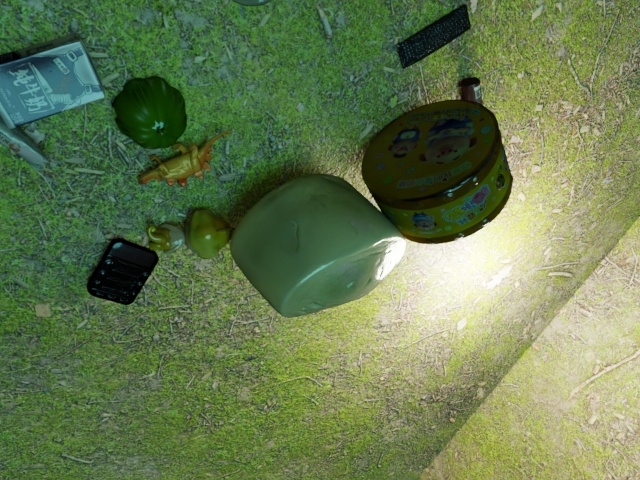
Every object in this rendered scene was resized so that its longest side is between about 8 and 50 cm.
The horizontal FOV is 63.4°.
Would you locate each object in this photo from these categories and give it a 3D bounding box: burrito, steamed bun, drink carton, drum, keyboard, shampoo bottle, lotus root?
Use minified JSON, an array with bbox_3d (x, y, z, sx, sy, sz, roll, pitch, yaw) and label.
[{"bbox_3d":[-0.719,-0.242,1.193,0.064,0.064,0.203,-41,129,2],"label":"burrito"},{"bbox_3d":[0.000,0.000,1.505,0.456,0.371,0.289,-25,143,-30],"label":"steamed bun"},{"bbox_3d":[-0.613,-0.357,1.150,0.222,0.102,0.134,-24,127,-14],"label":"drink carton"},{"bbox_3d":[0.348,-0.210,1.565,0.431,0.431,0.214,-38,131,-1],"label":"drum"},{"bbox_3d":[0.342,-0.607,1.549,0.251,0.017,0.087,-33,129,-6],"label":"keyboard"},{"bbox_3d":[0.512,-0.427,1.733,0.068,0.067,0.236,-21,130,-2],"label":"shampoo bottle"},{"bbox_3d":[-0.403,-0.289,1.262,0.186,0.186,0.186,-14,127,-20],"label":"lotus root"}]

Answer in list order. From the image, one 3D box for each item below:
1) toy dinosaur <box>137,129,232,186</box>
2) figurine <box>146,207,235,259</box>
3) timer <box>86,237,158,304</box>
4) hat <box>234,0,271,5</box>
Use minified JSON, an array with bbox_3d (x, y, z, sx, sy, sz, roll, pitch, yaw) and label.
[{"bbox_3d":[-0.357,-0.210,1.409,0.288,0.070,0.117,-27,141,-5],"label":"toy dinosaur"},{"bbox_3d":[-0.371,-0.017,1.503,0.247,0.131,0.156,-10,91,-13],"label":"figurine"},{"bbox_3d":[-0.576,0.091,1.504,0.144,0.055,0.187,26,102,-40],"label":"timer"},{"bbox_3d":[-0.144,-0.669,1.174,0.214,0.149,0.244,-30,120,-7],"label":"hat"}]
